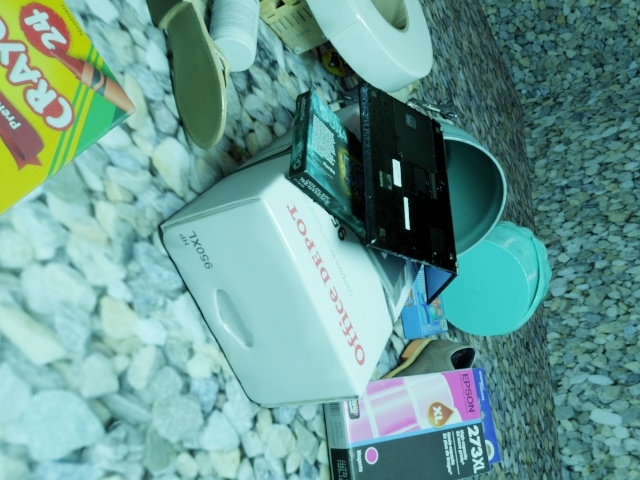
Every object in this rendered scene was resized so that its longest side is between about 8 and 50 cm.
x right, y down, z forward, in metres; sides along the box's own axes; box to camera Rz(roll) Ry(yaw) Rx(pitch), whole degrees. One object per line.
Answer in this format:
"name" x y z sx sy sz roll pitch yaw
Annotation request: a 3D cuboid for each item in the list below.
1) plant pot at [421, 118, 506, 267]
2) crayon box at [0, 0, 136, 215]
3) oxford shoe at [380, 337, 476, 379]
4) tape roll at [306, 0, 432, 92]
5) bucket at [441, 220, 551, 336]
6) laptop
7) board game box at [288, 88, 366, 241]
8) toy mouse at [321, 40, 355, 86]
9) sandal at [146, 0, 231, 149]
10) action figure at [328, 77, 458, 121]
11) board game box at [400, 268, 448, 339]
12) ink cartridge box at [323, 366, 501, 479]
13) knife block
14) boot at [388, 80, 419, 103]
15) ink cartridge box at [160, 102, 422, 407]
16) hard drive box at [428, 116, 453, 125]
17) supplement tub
"plant pot" 0.187 -0.118 1.099 0.293 0.293 0.196 53 19 -35
"crayon box" -0.306 -0.110 0.430 0.202 0.081 0.319 60 34 -27
"oxford shoe" 0.198 0.293 1.057 0.364 0.132 0.130 -46 118 -52
"tape roll" 0.082 -0.462 1.037 0.392 0.072 0.392 32 47 -42
"bucket" 0.422 0.098 1.402 0.183 0.281 0.281 -19 95 -54
"laptop" 0.112 -0.054 0.803 0.264 0.136 0.234 16 62 -38
"board game box" 0.029 -0.086 0.711 0.186 0.026 0.126 38 45 -44
"toy mouse" 0.035 -0.394 1.174 0.161 0.031 0.143 46 42 -42
"sandal" -0.151 -0.241 0.740 0.079 0.088 0.240 -18 89 -54
"action figure" 0.140 -0.272 1.193 0.275 0.141 0.164 14 98 -16
"board game box" 0.224 0.109 1.268 0.160 0.047 0.210 7 72 -58
"ink cartridge box" 0.179 0.314 0.942 0.370 0.069 0.176 3 73 -34
"knife block" -0.042 -0.483 1.024 0.275 0.088 0.242 32 51 -50
"boot" 0.192 -0.321 1.365 0.213 0.077 0.165 -14 90 -55
"ink cartridge box" 0.000 0.000 0.816 0.286 0.166 0.395 64 33 -18
"hard drive box" 0.266 -0.146 1.333 0.181 0.089 0.232 51 48 -56
"supplement tub" -0.127 -0.313 0.827 0.071 0.071 0.107 35 49 -49
